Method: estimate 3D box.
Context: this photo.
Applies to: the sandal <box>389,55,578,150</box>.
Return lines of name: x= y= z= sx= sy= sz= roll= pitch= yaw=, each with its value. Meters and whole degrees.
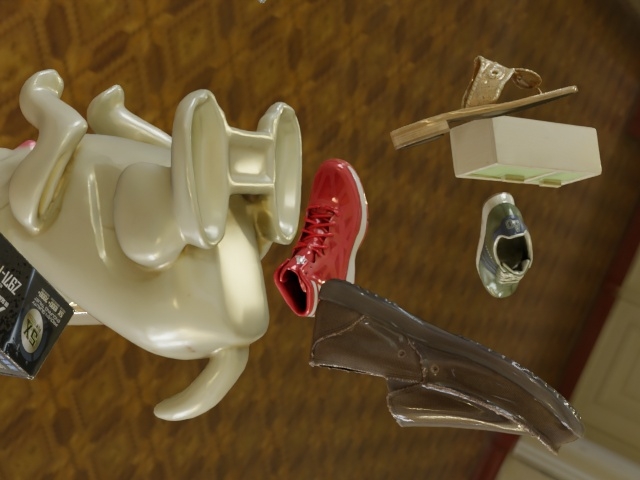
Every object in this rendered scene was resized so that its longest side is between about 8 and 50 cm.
sandal: x=0.191 y=-0.182 z=1.528 sx=0.240 sy=0.079 sz=0.088 roll=-18 pitch=179 yaw=-8

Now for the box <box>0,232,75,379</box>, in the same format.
box: x=-0.326 y=0.032 z=1.082 sx=0.180 sy=0.147 sz=0.077 roll=55 pitch=51 yaw=-40

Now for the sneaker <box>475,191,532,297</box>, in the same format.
sneaker: x=0.265 y=0.029 z=1.808 sx=0.064 sy=0.086 sz=0.192 roll=-14 pitch=133 yaw=-7

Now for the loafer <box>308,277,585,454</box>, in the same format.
loafer: x=0.143 y=0.174 z=1.533 sx=0.130 sy=0.366 sz=0.134 roll=-63 pitch=157 yaw=-3

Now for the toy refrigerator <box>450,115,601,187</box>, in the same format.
toy refrigerator: x=0.355 y=-0.148 z=2.173 sx=0.269 sy=0.102 sz=0.094 roll=2 pitch=78 yaw=-40

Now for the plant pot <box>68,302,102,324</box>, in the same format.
plant pot: x=-0.502 y=0.039 z=2.176 sx=0.256 sy=0.274 sz=0.257 roll=171 pitch=-90 yaw=-87

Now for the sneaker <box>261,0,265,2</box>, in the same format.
sneaker: x=-0.170 y=-0.457 z=1.923 sx=0.315 sy=0.182 sz=0.127 roll=63 pitch=41 yaw=-82

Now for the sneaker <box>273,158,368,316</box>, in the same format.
sneaker: x=0.000 y=0.000 z=1.721 sx=0.128 sy=0.087 sz=0.221 roll=-9 pitch=99 yaw=-63

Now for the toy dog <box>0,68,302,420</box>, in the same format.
toy dog: x=-0.252 y=-0.005 z=1.484 sx=0.284 sy=0.407 sz=0.395 roll=-25 pitch=113 yaw=-64
